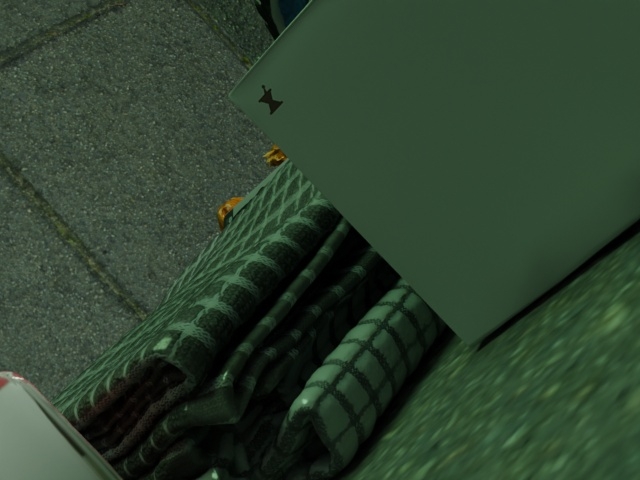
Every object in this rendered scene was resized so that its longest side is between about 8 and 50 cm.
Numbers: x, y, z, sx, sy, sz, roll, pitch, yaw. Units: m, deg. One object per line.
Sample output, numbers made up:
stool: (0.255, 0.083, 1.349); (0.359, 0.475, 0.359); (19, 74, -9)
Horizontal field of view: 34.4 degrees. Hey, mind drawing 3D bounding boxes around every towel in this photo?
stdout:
towel: (-0.054, 0.067, 0.571); (0.283, 0.121, 0.235); (-41, 3, 43)

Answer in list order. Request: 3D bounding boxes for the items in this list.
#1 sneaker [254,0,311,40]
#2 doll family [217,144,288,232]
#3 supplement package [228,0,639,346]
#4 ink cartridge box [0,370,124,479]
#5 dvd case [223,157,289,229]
sneaker: (0.020, -0.165, 0.537); (0.083, 0.071, 0.190); (-38, -1, -19)
doll family: (-0.010, -0.023, 1.079); (0.263, 0.163, 0.118); (-42, 2, 10)
supplement package: (0.105, -0.097, 0.464); (0.194, 0.149, 0.203); (-43, 1, 29)
ink cartridge box: (-0.211, 0.209, 0.450); (0.226, 0.131, 0.306); (-45, 1, -37)
dvd case: (0.000, 0.000, 0.754); (0.238, 0.029, 0.179); (-38, 42, 41)
